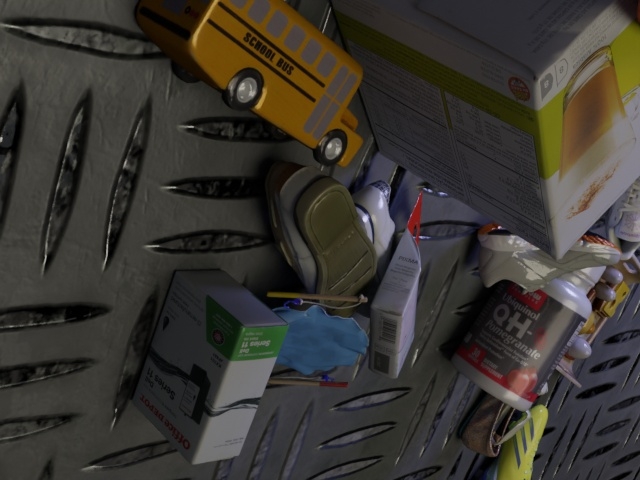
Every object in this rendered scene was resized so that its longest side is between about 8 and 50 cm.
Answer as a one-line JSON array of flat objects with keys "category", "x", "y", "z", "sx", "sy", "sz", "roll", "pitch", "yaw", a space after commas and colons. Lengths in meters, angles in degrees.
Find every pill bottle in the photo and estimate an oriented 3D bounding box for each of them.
[{"category": "pill bottle", "x": 0.403, "y": 0.149, "z": 1.831, "sx": 0.176, "sy": 0.176, "sz": 0.319, "roll": 27, "pitch": 96, "yaw": -53}]

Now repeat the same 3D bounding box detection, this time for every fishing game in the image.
[{"category": "fishing game", "x": -0.025, "y": 0.139, "z": 1.385, "sx": 0.189, "sy": 0.041, "sz": 0.264, "roll": 1, "pitch": 144, "yaw": 0}]

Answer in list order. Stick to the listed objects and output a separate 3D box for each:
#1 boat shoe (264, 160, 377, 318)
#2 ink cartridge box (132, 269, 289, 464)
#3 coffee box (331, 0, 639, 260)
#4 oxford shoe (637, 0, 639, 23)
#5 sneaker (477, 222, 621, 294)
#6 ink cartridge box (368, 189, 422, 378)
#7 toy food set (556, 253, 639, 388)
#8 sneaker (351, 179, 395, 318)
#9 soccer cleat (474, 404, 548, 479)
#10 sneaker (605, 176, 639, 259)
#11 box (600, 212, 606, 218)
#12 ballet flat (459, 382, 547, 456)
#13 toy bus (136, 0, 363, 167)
[{"category": "boat shoe", "x": 0.000, "y": 0.000, "z": 1.331, "sx": 0.113, "sy": 0.103, "sz": 0.302, "roll": -38, "pitch": 146, "yaw": -20}, {"category": "ink cartridge box", "x": -0.148, "y": 0.163, "z": 1.253, "sx": 0.086, "sy": 0.153, "sz": 0.208, "roll": 1, "pitch": 116, "yaw": -47}, {"category": "coffee box", "x": 0.269, "y": -0.250, "z": 1.239, "sx": 0.337, "sy": 0.338, "sz": 0.334, "roll": -43, "pitch": 142, "yaw": -15}, {"category": "oxford shoe", "x": 0.471, "y": -0.269, "z": 1.055, "sx": 0.363, "sy": 0.132, "sz": 0.130, "roll": -11, "pitch": 124, "yaw": -45}, {"category": "sneaker", "x": 0.404, "y": 0.039, "z": 1.723, "sx": 0.262, "sy": 0.099, "sz": 0.121, "roll": 4, "pitch": 106, "yaw": -3}, {"category": "ink cartridge box", "x": 0.137, "y": 0.069, "z": 1.479, "sx": 0.232, "sy": 0.066, "sz": 0.189, "roll": -58, "pitch": 160, "yaw": -31}, {"category": "toy food set", "x": 0.639, "y": 0.182, "z": 2.188, "sx": 0.306, "sy": 0.092, "sz": 0.219, "roll": -55, "pitch": 143, "yaw": 0}, {"category": "sneaker", "x": 0.077, "y": 0.020, "z": 1.455, "sx": 0.095, "sy": 0.090, "sz": 0.235, "roll": -46, "pitch": 148, "yaw": -37}, {"category": "soccer cleat", "x": 0.454, "y": 0.515, "z": 2.216, "sx": 0.289, "sy": 0.121, "sz": 0.093, "roll": -56, "pitch": 143, "yaw": 1}, {"category": "sneaker", "x": 0.621, "y": -0.087, "z": 1.837, "sx": 0.305, "sy": 0.114, "sz": 0.152, "roll": 91, "pitch": 14, "yaw": -48}, {"category": "box", "x": 0.494, "y": -0.096, "z": 1.830, "sx": 0.137, "sy": 0.072, "sz": 0.126, "roll": -22, "pitch": 132, "yaw": -36}, {"category": "ballet flat", "x": 0.417, "y": 0.323, "z": 2.039, "sx": 0.107, "sy": 0.106, "sz": 0.316, "roll": 16, "pitch": 104, "yaw": -52}, {"category": "toy bus", "x": -0.059, "y": -0.200, "z": 1.110, "sx": 0.332, "sy": 0.108, "sz": 0.130, "roll": 27, "pitch": 95, "yaw": -53}]
